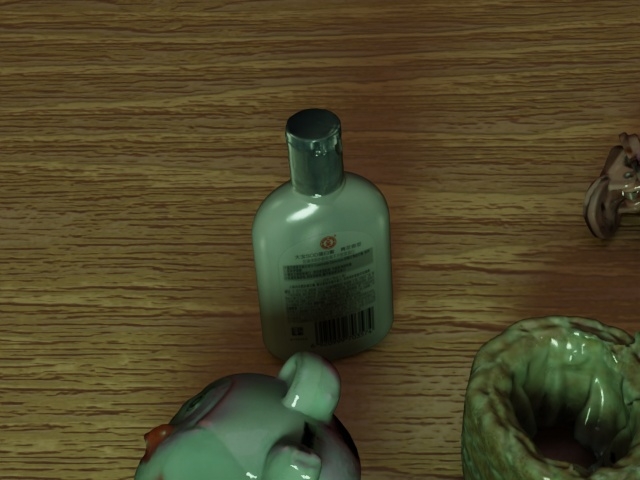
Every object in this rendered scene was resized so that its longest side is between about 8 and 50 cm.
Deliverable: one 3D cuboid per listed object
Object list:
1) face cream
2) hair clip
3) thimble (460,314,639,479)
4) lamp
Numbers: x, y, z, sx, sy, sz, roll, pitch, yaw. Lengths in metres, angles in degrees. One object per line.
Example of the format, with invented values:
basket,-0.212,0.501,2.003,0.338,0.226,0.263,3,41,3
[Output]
face cream,0.000,0.000,1.571,0.144,0.291,0.071,-14,42,-8
hair clip,0.362,-0.062,1.755,0.102,0.123,0.138,0,40,36
thimble,0.226,0.185,1.448,0.196,0.148,0.229,1,39,7
lamp,-0.050,0.263,1.359,0.247,0.247,0.301,23,46,-15
